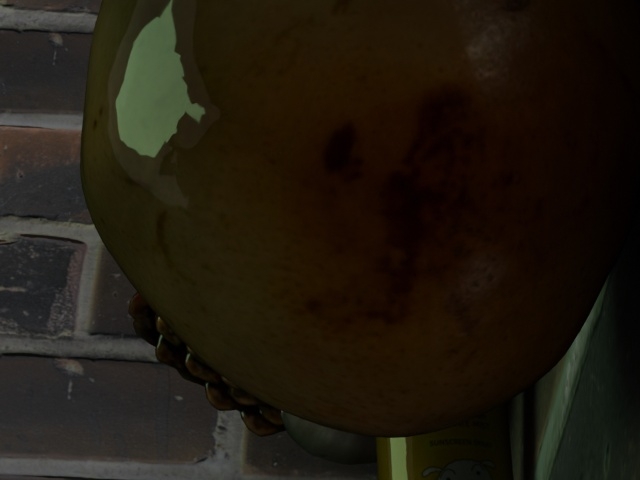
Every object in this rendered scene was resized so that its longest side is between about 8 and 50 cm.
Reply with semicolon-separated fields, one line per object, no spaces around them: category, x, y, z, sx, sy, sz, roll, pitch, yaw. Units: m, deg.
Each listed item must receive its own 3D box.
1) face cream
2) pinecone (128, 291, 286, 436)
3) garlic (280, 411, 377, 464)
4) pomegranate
face cream;0.093;0.134;1.381;0.105;0.105;0.349;91;177;-65
pinecone;0.000;0.000;1.923;0.398;0.397;0.398;3;-90;-89
garlic;0.067;0.079;1.592;0.292;0.210;0.237;114;155;-67
pomegranate;0.020;-0.053;0.902;0.319;0.319;0.319;3;-90;-89
